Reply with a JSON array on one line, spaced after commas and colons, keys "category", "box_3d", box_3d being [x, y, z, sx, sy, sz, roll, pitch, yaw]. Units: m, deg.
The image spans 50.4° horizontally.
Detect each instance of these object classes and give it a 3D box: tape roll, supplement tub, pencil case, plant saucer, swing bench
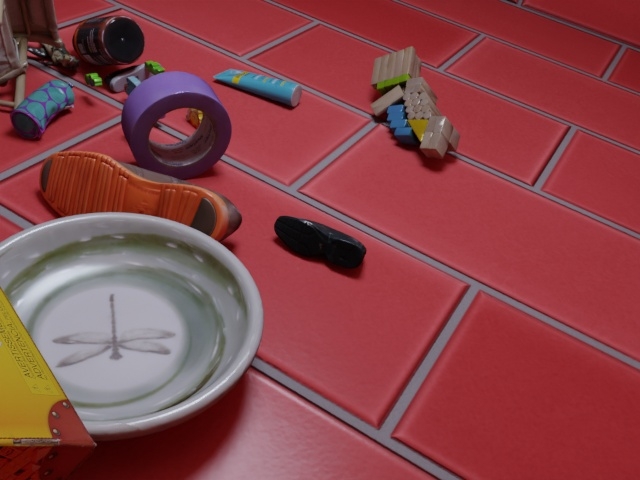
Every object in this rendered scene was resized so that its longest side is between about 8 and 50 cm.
[{"category": "tape roll", "box_3d": [-0.266, -0.211, 1.262, 0.189, 0.189, 0.080, -10, 44, -26]}, {"category": "supplement tub", "box_3d": [-0.481, -0.443, 1.516, 0.106, 0.106, 0.198, -23, 26, -37]}, {"category": "pencil case", "box_3d": [-0.543, -0.260, 1.340, 0.070, 0.064, 0.152, 35, 38, -13]}, {"category": "plant saucer", "box_3d": [-0.281, 0.118, 0.926, 0.400, 0.100, 0.400, 9, 39, -7]}, {"category": "swing bench", "box_3d": [-0.629, -0.418, 1.312, 0.165, 0.253, 0.255, 11, 54, -5]}]

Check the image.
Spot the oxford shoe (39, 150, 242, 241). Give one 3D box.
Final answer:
[{"category": "oxford shoe", "box_3d": [-0.307, -0.064, 1.157, 0.363, 0.130, 0.133, 18, 7, 15]}]

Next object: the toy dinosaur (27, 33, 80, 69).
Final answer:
[{"category": "toy dinosaur", "box_3d": [-0.636, -0.452, 1.553, 0.118, 0.064, 0.268, 1, 37, -39]}]

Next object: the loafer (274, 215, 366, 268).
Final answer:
[{"category": "loafer", "box_3d": [0.000, 0.000, 1.198, 0.170, 0.062, 0.061, 25, 18, 9]}]

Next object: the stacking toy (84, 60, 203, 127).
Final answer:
[{"category": "stacking toy", "box_3d": [-0.371, -0.297, 1.434, 0.167, 0.052, 0.221, -23, 58, -39]}]

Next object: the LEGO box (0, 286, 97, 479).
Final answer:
[{"category": "LEGO box", "box_3d": [-0.501, 0.068, 0.628, 0.500, 0.193, 0.372, 46, 6, 27]}]

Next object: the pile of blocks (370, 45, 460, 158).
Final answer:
[{"category": "pile of blocks", "box_3d": [0.218, -0.298, 1.603, 0.112, 0.149, 0.362, 39, 28, -45]}]

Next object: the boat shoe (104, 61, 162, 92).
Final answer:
[{"category": "boat shoe", "box_3d": [-0.420, -0.374, 1.530, 0.040, 0.049, 0.142, 34, 45, 24]}]

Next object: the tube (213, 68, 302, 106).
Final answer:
[{"category": "tube", "box_3d": [-0.146, -0.369, 1.611, 0.207, 0.052, 0.080, 20, 29, 18]}]
